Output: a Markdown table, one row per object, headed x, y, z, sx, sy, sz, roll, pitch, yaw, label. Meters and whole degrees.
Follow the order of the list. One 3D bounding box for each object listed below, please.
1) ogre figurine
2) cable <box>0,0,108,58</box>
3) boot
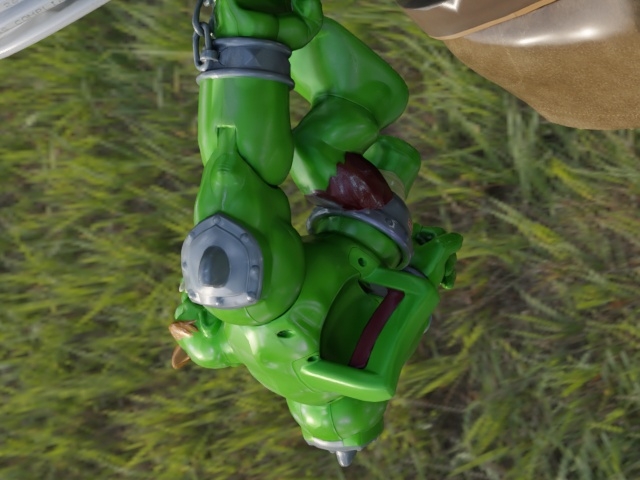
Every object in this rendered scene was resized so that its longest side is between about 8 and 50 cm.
| x | y | z | sx | sy | sz | roll | pitch | yaw | label |
| --- | --- | --- | --- | --- | --- | --- | --- | --- | --- |
| 0.000 | 0.000 | 0.490 | 0.096 | 0.197 | 0.118 | 12 | 61 | 9 | ogre figurine |
| -0.120 | -0.162 | 0.647 | 0.089 | 0.257 | 0.257 | 64 | 167 | -17 | cable |
| 0.174 | -0.117 | 0.582 | 0.305 | 0.115 | 0.112 | -4 | 50 | 54 | boot |
